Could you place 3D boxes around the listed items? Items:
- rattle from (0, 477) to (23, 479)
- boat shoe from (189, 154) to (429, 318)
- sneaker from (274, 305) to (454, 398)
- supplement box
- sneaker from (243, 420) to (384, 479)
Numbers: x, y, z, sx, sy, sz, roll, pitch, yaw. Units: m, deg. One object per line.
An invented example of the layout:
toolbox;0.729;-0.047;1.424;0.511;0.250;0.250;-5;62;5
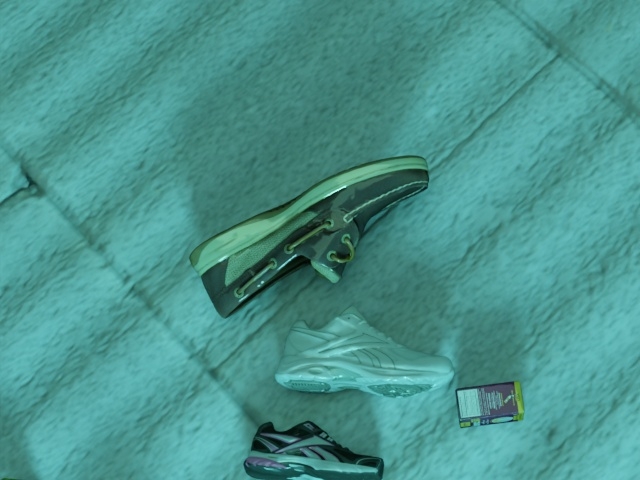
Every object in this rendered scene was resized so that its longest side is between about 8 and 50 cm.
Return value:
rattle;-0.402;0.415;1.704;0.142;0.130;0.200;-27;97;8
boat shoe;0.000;0.000;1.775;0.342;0.123;0.123;-25;79;2
sneaker;0.059;0.140;1.732;0.232;0.090;0.115;3;68;7
supplement box;0.216;0.209;1.705;0.083;0.055;0.043;-8;71;5
sneaker;-0.006;0.267;1.707;0.178;0.072;0.077;8;62;3
